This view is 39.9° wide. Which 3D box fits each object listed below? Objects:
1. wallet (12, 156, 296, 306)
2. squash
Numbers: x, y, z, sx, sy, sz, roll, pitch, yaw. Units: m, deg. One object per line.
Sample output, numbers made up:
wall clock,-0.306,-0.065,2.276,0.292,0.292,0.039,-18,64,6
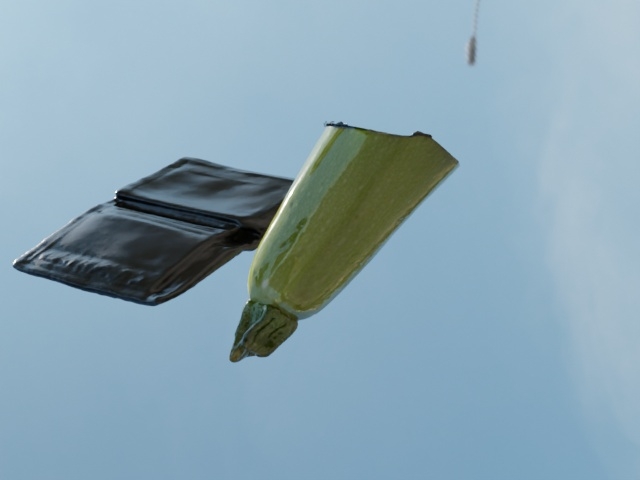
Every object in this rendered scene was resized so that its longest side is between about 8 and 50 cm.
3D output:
wallet,-0.171,-0.020,1.061,0.323,0.247,0.041,-42,-44,-45
squash,-0.007,-0.009,0.866,0.137,0.287,0.137,40,-171,-7
